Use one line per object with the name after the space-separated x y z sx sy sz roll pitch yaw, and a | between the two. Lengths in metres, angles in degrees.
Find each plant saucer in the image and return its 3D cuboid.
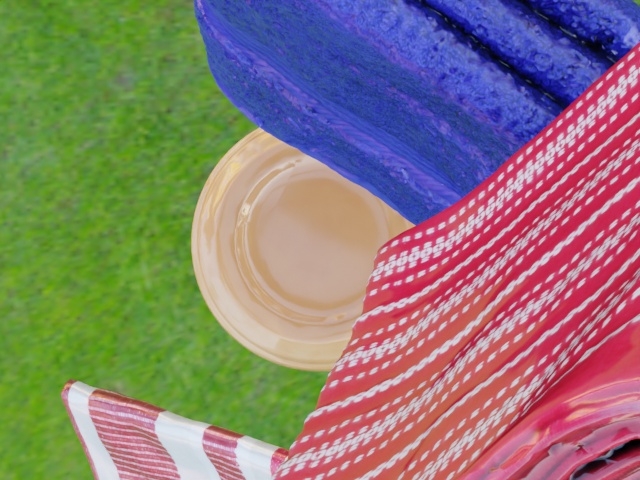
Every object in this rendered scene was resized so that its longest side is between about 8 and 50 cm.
0.000 0.000 1.229 0.200 0.037 0.200 0 87 1 | plant saucer

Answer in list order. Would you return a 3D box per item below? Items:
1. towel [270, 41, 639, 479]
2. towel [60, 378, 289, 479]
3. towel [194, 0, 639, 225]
0.051 0.021 0.465 0.031 0.275 0.199 43 124 -8 | towel
-0.062 0.241 1.280 0.329 0.037 0.237 13 131 39 | towel
0.030 -0.075 0.749 0.227 0.308 0.076 29 82 4 | towel
